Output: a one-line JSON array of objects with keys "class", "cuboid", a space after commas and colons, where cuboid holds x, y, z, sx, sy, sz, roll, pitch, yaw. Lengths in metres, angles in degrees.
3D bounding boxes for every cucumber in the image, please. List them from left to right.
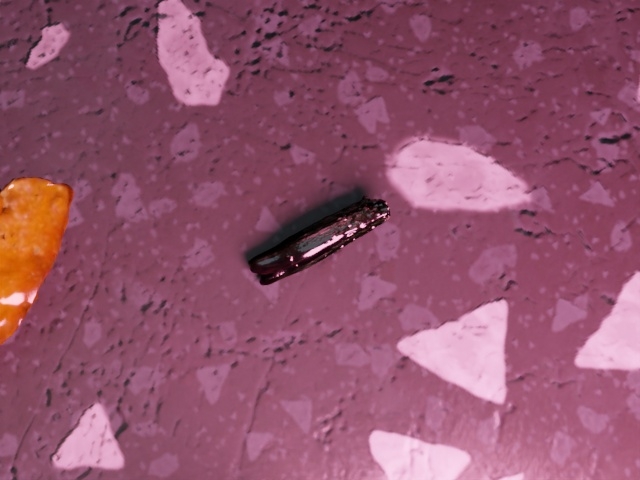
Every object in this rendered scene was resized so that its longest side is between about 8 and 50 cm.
[{"class": "cucumber", "cuboid": [0.000, 0.000, 1.722, 0.134, 0.034, 0.033, -29, 93, -11]}]

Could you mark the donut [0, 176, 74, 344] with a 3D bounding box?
[{"class": "donut", "cuboid": [-0.445, -0.048, 1.549, 0.377, 0.163, 0.435, -34, 91, -32]}]
